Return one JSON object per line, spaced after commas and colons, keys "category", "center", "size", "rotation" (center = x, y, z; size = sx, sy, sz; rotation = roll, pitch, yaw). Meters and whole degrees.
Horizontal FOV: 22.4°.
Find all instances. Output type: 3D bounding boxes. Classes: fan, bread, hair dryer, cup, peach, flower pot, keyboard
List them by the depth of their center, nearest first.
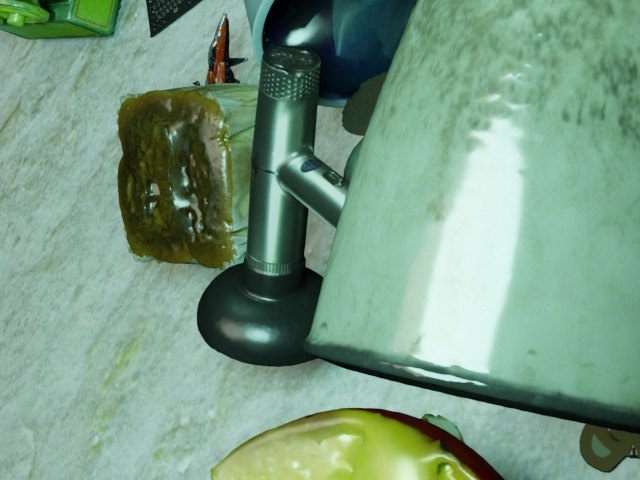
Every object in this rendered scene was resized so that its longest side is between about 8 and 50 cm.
{"category": "flower pot", "center": [0.157, -0.044, 1.154], "size": [0.293, 0.293, 0.330], "rotation": [7, 86, 50]}
{"category": "fan", "center": [0.305, 0.110, 1.382], "size": [0.227, 0.008, 0.152], "rotation": [-22, 62, 45]}
{"category": "peach", "center": [0.080, 0.343, 1.391], "size": [0.306, 0.242, 0.380], "rotation": [-23, 59, 13]}
{"category": "hair dryer", "center": [-0.016, 0.016, 1.564], "size": [0.284, 0.156, 0.320], "rotation": [-114, 26, -46]}
{"category": "cup", "center": [0.048, -0.356, 1.643], "size": [0.331, 0.257, 0.311], "rotation": [-43, 48, 34]}
{"category": "bread", "center": [-0.142, -0.073, 1.834], "size": [0.192, 0.110, 0.210], "rotation": [4, 98, 40]}
{"category": "keyboard", "center": [-0.161, -0.330, 2.067], "size": [0.198, 0.010, 0.063], "rotation": [-29, 59, 40]}

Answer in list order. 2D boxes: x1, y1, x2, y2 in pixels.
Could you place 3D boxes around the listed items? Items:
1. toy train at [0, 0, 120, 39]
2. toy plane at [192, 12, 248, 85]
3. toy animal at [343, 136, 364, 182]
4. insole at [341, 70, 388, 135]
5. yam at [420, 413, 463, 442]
{"category": "toy train", "center": [-0.393, -0.356, 2.208], "size": [0.272, 0.188, 0.159], "rotation": [6, 83, 48]}
{"category": "toy plane", "center": [-0.116, -0.177, 1.913], "size": [0.130, 0.061, 0.189], "rotation": [37, 119, 49]}
{"category": "toy animal", "center": [0.106, -0.012, 1.583], "size": [0.138, 0.108, 0.236], "rotation": [-46, 52, 30]}
{"category": "insole", "center": [0.163, -0.155, 1.549], "size": [0.328, 0.007, 0.111], "rotation": [-13, 47, 27]}
{"category": "yam", "center": [0.057, 0.282, 1.574], "size": [0.253, 0.061, 0.061], "rotation": [-59, 42, 17]}
